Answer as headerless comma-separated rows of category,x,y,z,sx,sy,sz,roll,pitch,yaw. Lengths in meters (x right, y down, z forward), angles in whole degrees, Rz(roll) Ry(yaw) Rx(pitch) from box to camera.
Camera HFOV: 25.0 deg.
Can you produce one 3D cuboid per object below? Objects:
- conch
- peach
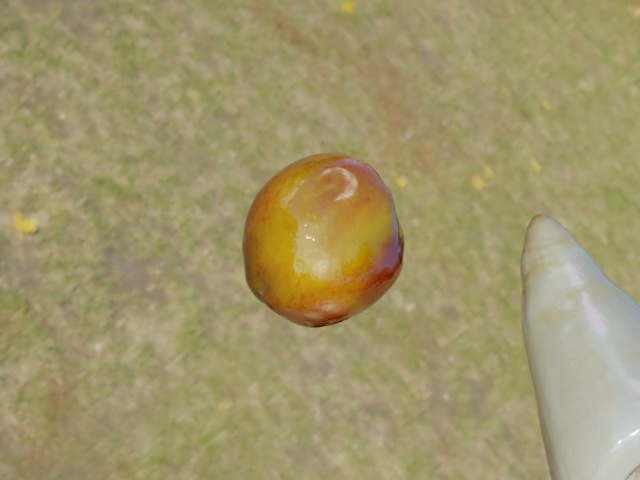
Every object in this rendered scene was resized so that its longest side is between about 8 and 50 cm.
conch,0.136,0.075,0.724,0.104,0.094,0.176,20,28,-54
peach,-0.002,0.000,0.846,0.101,0.101,0.100,38,28,-25
